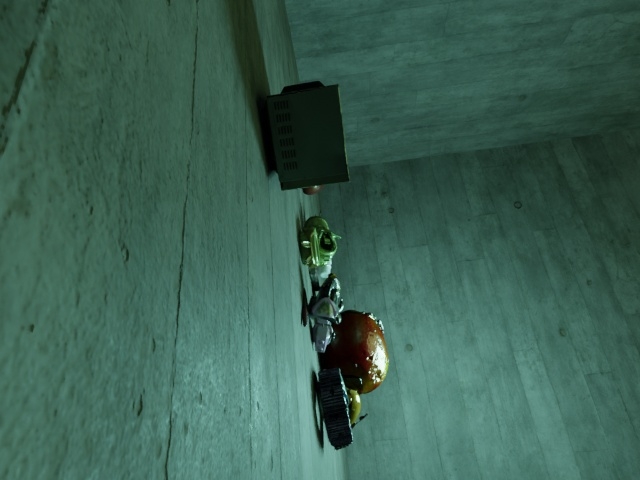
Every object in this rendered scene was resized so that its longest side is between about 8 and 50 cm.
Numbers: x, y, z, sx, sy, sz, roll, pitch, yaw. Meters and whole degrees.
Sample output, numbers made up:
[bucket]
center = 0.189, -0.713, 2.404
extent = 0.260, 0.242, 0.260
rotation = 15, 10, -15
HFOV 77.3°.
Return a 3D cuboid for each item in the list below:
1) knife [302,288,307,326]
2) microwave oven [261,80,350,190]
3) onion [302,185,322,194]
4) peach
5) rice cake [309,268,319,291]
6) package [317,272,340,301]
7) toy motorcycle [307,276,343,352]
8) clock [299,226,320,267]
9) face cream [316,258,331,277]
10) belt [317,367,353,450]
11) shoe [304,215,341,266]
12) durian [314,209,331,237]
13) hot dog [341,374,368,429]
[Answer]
[knife]
center = -0.056, 0.246, 1.481
extent = 0.247, 0.018, 0.035
rotation = -93, 172, -68
[microwave oven]
center = -0.039, -0.307, 1.205
extent = 0.355, 0.219, 0.285
rotation = -86, 167, -74
[onion]
center = -0.048, -0.334, 1.880
extent = 0.247, 0.162, 0.248
rotation = 62, -2, 3
[peach]
center = 0.169, 0.550, 2.004
extent = 0.353, 0.340, 0.415
rotation = 38, 40, -87
[rice cake]
center = -0.026, 0.199, 1.994
extent = 0.206, 0.036, 0.047
rotation = 80, 20, -57
[package]
center = 0.040, 0.286, 2.057
extent = 0.288, 0.109, 0.223
rotation = 30, 82, -85
[toy motorcycle]
center = 0.012, 0.317, 1.617
extent = 0.188, 0.143, 0.326
rotation = -72, 171, -63
[clock]
center = -0.047, 0.034, 1.681
extent = 0.232, 0.069, 0.169
rotation = -62, 145, -83
[face cream]
center = 0.009, 0.066, 2.386
extent = 0.101, 0.102, 0.345
rotation = 79, 6, -54
[belt]
center = 0.055, 0.656, 1.587
extent = 0.260, 0.122, 0.324
rotation = -103, -178, -59
[shoe]
center = 0.012, -0.005, 1.887
extent = 0.140, 0.128, 0.261
rotation = 22, 53, -37
[durian]
center = -0.003, -0.005, 2.023
extent = 0.107, 0.132, 0.374
rotation = 32, 38, -26
[hot dog]
center = 0.110, 0.778, 1.816
extent = 0.107, 0.194, 0.325
rotation = -54, 141, -67
